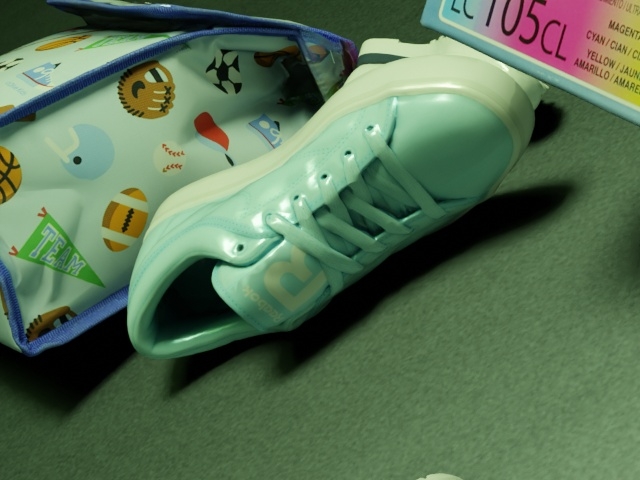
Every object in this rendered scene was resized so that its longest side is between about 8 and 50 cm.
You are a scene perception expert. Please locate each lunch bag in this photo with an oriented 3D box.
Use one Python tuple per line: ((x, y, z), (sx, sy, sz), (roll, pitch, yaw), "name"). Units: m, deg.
((-0.189, -0.094, 1.569), (0.385, 0.239, 0.328), (-28, 19, -21), "lunch bag")

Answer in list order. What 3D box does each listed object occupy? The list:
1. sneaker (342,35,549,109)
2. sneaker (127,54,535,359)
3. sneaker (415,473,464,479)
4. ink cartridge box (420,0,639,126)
((0.090, -0.103, 1.388), (0.095, 0.090, 0.235), (-58, 25, -14), "sneaker")
((0.000, 0.000, 1.270), (0.366, 0.135, 0.150), (-30, 31, 38), "sneaker")
((0.045, 0.231, 0.842), (0.115, 0.105, 0.281), (10, 42, 20), "sneaker")
((0.244, -0.255, 0.956), (0.270, 0.151, 0.395), (32, 109, 44), "ink cartridge box")
